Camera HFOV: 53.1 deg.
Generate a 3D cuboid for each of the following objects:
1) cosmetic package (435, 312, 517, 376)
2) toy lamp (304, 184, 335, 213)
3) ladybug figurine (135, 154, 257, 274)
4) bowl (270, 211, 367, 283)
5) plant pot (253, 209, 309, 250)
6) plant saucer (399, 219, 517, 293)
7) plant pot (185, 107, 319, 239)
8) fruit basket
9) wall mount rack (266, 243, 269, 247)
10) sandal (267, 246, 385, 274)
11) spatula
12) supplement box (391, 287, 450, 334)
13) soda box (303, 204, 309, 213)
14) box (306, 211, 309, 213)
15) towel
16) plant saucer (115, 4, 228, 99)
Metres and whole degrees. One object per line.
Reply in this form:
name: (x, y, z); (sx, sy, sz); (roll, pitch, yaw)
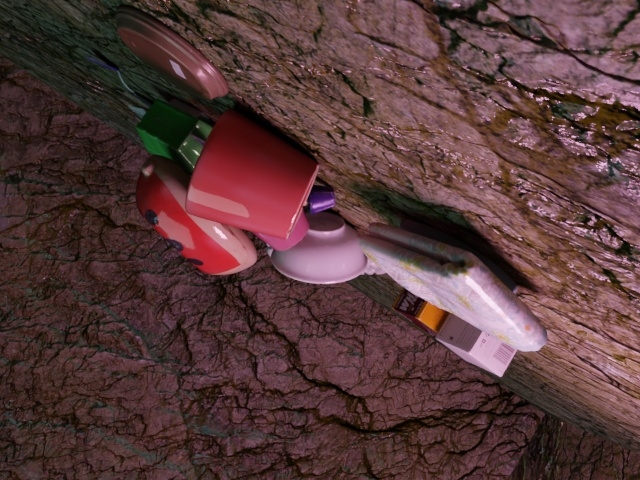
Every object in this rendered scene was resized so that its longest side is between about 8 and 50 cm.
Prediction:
cosmetic package: (0.482, 0.290, 1.942); (0.151, 0.151, 0.183); (36, 171, -22)
toy lamp: (-0.100, -0.099, 1.644); (0.274, 0.080, 0.080); (-6, 174, -4)
ladybug figurine: (-0.349, -0.051, 1.748); (0.305, 0.162, 0.449); (40, 172, 49)
bowl: (0.000, 0.000, 1.938); (0.297, 0.134, 0.298); (3, -154, -1)
plant pot: (-0.132, -0.077, 1.808); (0.180, 0.201, 0.201); (54, 163, -28)
plant saucer: (0.317, 0.057, 1.533); (0.317, 0.044, 0.317); (33, 174, 4)
plant pot: (-0.149, -0.136, 1.492); (0.243, 0.275, 0.275); (24, 173, 0)
fruit basket: (-0.356, -0.267, 1.888); (0.327, 0.166, 0.353); (29, 177, 30)
wall mount rack: (-0.081, 0.012, 2.365); (0.304, 0.131, 0.350); (29, -174, -24)
sandal: (0.032, 0.042, 2.128); (0.415, 0.102, 0.169); (8, 160, -1)
spatula: (-0.585, -0.473, 1.956); (0.084, 0.030, 0.296); (27, 171, 48)
supplement box: (0.375, 0.233, 2.113); (0.191, 0.129, 0.194); (35, 172, -18)
soda box: (-0.107, -0.142, 1.963); (0.058, 0.063, 0.183); (30, 173, 44)
box: (-0.182, -0.141, 2.299); (0.323, 0.067, 0.063); (31, 173, 20)
towel: (0.284, 0.098, 1.427); (0.320, 0.090, 0.374); (37, 172, -33)
plant saucer: (-0.319, -0.385, 1.355); (0.277, 0.041, 0.278); (32, 172, 5)
